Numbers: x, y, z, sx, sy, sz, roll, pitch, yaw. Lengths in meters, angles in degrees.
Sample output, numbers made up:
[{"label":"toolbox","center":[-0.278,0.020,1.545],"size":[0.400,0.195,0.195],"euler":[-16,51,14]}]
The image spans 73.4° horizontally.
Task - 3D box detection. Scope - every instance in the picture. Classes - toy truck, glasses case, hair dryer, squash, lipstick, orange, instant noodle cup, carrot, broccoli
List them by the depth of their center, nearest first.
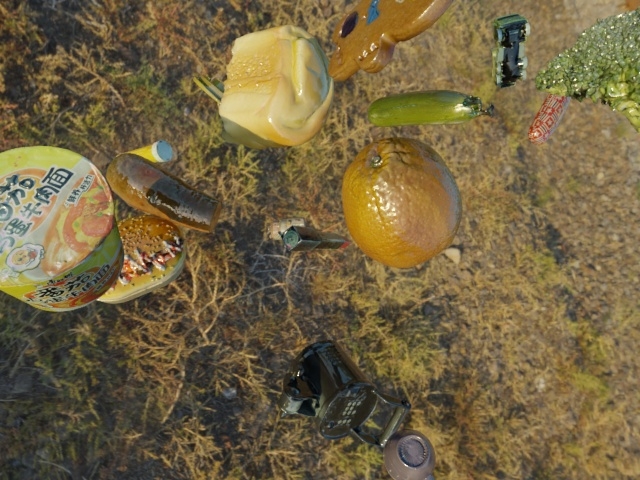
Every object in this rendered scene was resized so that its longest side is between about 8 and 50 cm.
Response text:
[{"label":"instant noodle cup","center":[-0.480,-0.003,0.758],"size":[0.264,0.200,0.265],"euler":[5,62,-9]},{"label":"broccoli","center":[0.722,-0.317,0.888],"size":[0.396,0.275,0.353],"euler":[30,21,-17]},{"label":"hair dryer","center":[0.266,0.625,0.987],"size":[0.121,0.301,0.361],"euler":[-25,57,-11]},{"label":"squash","center":[0.249,-0.314,1.020],"size":[0.087,0.331,0.087],"euler":[-12,108,-42]},{"label":"carrot","center":[-0.414,-0.123,1.135],"size":[0.301,0.139,0.139],"euler":[23,57,-1]},{"label":"orange","center":[0.210,-0.101,1.140],"size":[0.357,0.321,0.322],"euler":[49,45,-49]},{"label":"lipstick","center":[0.000,0.000,1.207],"size":[0.051,0.051,0.312],"euler":[56,22,19]},{"label":"toy truck","center":[0.528,-0.538,1.214],"size":[0.116,0.085,0.191],"euler":[-89,164,-44]},{"label":"glasses case","center":[0.658,-0.358,1.218],"size":[0.073,0.049,0.195],"euler":[35,84,-36]}]

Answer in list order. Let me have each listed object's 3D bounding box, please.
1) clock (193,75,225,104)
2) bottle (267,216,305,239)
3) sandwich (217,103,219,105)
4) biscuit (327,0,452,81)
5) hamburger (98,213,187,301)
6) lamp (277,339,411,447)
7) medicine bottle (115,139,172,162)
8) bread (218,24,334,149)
[{"label":"clock","center":[-0.273,-0.422,1.289],"size":[0.237,0.237,0.057],"euler":[36,99,-27]},{"label":"bottle","center":[-0.132,-0.040,1.668],"size":[0.152,0.099,0.099],"euler":[-4,75,-2]},{"label":"sandwich","center":[-0.394,-0.578,1.734],"size":[0.030,0.083,0.044],"euler":[26,17,-1]},{"label":"biscuit","center":[0.097,-0.326,0.609],"size":[0.039,0.236,0.180],"euler":[26,60,-37]},{"label":"hamburger","center":[-0.502,0.040,1.132],"size":[0.295,0.151,0.227],"euler":[-26,62,-18]},{"label":"lamp","center":[0.041,0.437,1.294],"size":[0.373,0.272,0.205],"euler":[19,107,-20]},{"label":"medicine bottle","center":[-0.635,-0.300,1.532],"size":[0.074,0.218,0.074],"euler":[24,63,-60]},{"label":"bread","center":[-0.098,-0.385,1.117],"size":[0.211,0.270,0.316],"euler":[22,71,-63]}]
